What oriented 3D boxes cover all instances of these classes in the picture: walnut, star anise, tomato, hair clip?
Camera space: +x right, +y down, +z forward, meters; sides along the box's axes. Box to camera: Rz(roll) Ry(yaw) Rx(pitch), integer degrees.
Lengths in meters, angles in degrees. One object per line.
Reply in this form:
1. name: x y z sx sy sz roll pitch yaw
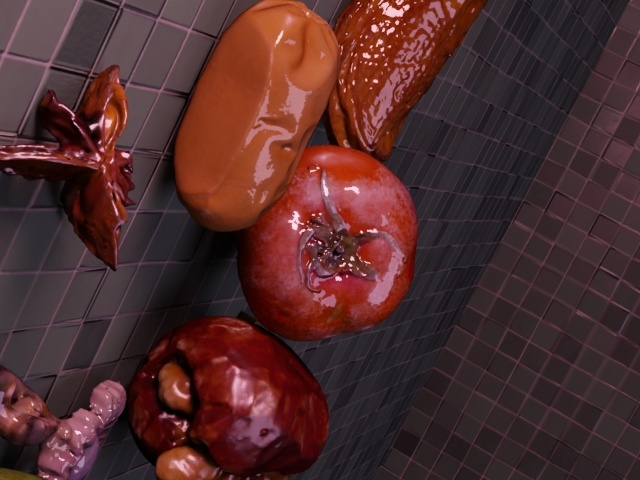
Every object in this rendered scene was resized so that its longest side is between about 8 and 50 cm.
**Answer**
1. walnut: -0.097 0.217 1.412 0.221 0.244 0.269 -22 155 27
2. star anise: -0.213 -0.053 0.997 0.140 0.144 0.158 55 46 -22
3. tomato: 0.004 0.000 1.400 0.232 0.232 0.188 -60 -161 -2
4. hair clip: -0.267 0.199 1.208 0.173 0.069 0.300 -56 163 -14

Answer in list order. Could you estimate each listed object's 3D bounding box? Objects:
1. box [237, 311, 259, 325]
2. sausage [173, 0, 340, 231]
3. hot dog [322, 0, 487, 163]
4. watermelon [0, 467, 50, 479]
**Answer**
1. box: -0.116 0.184 1.690 0.121 0.030 0.193 -56 163 -15
2. sausage: -0.065 -0.120 1.180 0.136 0.120 0.241 8 112 -60
3. hot dog: 0.088 -0.222 1.459 0.272 0.122 0.196 -57 162 4
4. watermelon: -0.343 0.309 0.979 0.331 0.189 0.331 -56 178 -3
